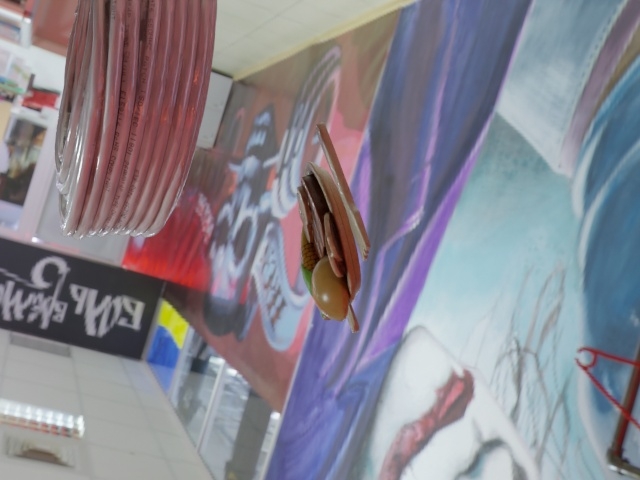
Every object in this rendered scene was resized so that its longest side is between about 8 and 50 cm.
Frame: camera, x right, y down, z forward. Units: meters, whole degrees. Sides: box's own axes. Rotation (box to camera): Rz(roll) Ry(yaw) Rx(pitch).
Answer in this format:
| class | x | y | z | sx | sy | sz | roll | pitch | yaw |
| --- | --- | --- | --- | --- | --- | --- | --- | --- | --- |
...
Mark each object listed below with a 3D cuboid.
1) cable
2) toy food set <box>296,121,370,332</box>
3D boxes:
| class | x | y | z | sx | sy | sz | roll | pitch | yaw |
| --- | --- | --- | --- | --- | --- | --- | --- | --- | --- |
| cable | -0.151 | -0.126 | 0.595 | 0.089 | 0.257 | 0.257 | 8 | -171 | -23 |
| toy food set | 0.000 | 0.000 | 0.622 | 0.039 | 0.132 | 0.192 | -16 | 155 | -8 |
